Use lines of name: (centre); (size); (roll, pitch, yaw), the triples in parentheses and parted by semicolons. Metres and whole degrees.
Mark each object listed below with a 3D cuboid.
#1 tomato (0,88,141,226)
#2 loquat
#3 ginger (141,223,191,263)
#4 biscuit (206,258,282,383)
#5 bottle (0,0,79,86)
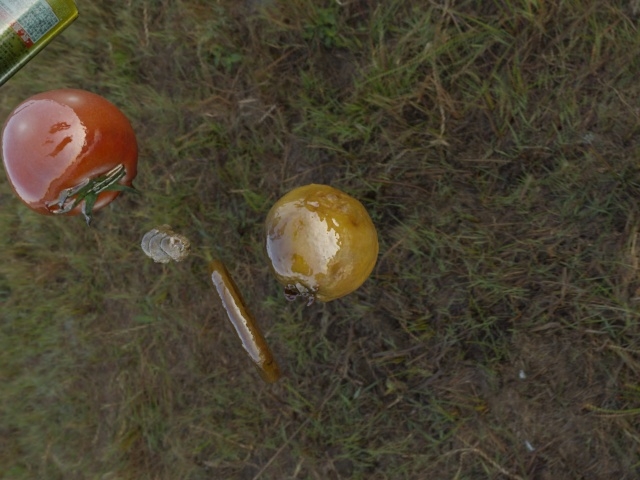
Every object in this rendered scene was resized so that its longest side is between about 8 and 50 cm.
tomato: (-0.477, -0.164, 1.083); (0.256, 0.255, 0.225); (-45, 73, 30)
loquat: (0.000, 0.000, 1.062); (0.193, 0.238, 0.239); (-30, 68, 49)
ginger: (-0.400, 0.010, 1.455); (0.204, 0.080, 0.104); (16, 69, 55)
biscuit: (-0.118, 0.124, 0.862); (0.036, 0.212, 0.212); (-29, 61, -8)
bottle: (-0.405, -0.196, 0.636); (0.082, 0.082, 0.286); (26, 70, 39)
